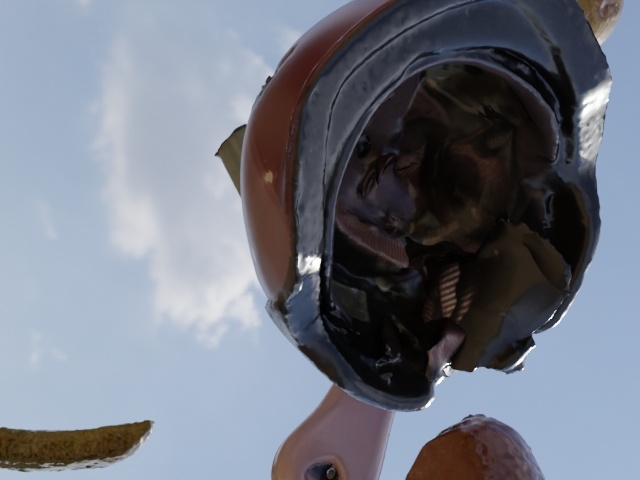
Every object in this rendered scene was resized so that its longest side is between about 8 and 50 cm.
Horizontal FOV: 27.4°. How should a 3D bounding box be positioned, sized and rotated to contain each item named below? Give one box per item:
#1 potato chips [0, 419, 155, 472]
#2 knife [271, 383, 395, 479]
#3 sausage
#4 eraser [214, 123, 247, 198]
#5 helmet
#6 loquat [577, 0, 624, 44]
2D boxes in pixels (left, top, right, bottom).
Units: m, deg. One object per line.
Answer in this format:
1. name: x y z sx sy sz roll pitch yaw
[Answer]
1. potato chips: -0.418 0.258 1.717 0.057 0.406 0.080 74 22 -74
2. knife: 0.046 0.048 0.944 0.336 0.081 0.043 -65 -177 -30
3. sausage: 0.138 0.254 1.065 0.258 0.133 0.133 -93 -165 -52
4. eraser: 0.000 0.000 1.308 0.081 0.174 0.227 -34 -110 18
5. helmet: 0.041 -0.035 0.679 0.154 0.198 0.253 41 -22 52
6. loquat: 0.271 -0.306 1.627 0.208 0.208 0.208 178 -90 -67
